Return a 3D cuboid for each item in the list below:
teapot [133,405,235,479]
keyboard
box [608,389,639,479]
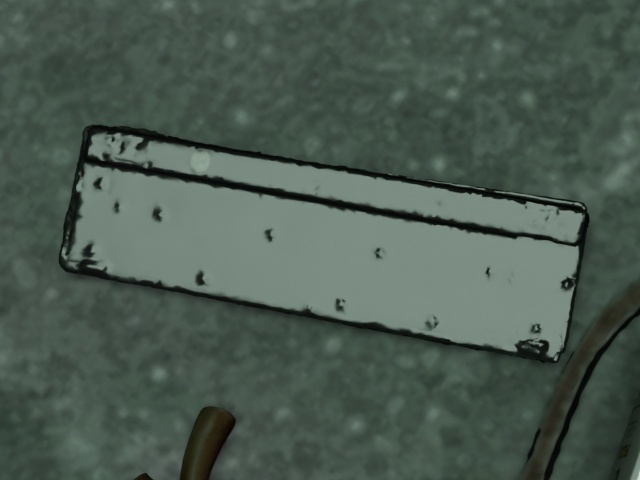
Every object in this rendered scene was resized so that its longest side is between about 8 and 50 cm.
[{"bbox_3d":[-0.061,0.119,0.710,0.080,0.085,0.110,35,65,7],"label":"teapot"},{"bbox_3d":[0.000,0.000,0.752,0.231,0.023,0.072,10,88,6],"label":"keyboard"},{"bbox_3d":[0.145,0.090,0.694,0.040,0.084,0.154,19,82,5],"label":"box"}]
